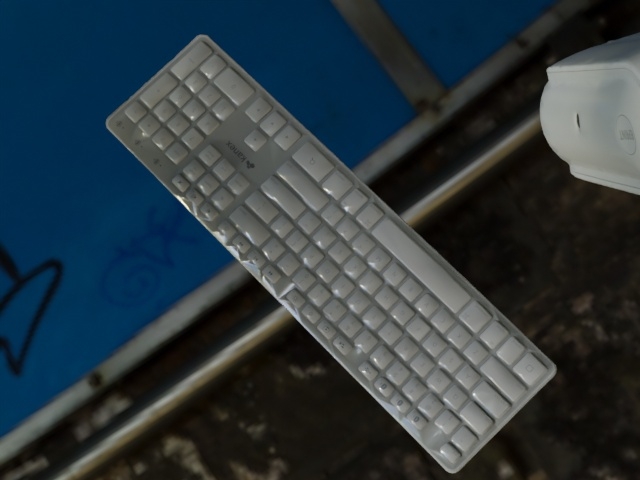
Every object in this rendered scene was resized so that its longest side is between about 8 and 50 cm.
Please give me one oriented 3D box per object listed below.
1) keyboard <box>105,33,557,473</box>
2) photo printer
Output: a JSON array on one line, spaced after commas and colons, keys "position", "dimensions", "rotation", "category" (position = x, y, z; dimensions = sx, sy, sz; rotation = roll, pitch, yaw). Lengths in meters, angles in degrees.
[{"position": [0.000, 0.000, 0.661], "dimensions": [0.072, 0.256, 0.014], "rotation": [-45, -17, -1], "category": "keyboard"}, {"position": [0.303, -0.107, 0.908], "dimensions": [0.256, 0.107, 0.307], "rotation": [-15, 7, -2], "category": "photo printer"}]
